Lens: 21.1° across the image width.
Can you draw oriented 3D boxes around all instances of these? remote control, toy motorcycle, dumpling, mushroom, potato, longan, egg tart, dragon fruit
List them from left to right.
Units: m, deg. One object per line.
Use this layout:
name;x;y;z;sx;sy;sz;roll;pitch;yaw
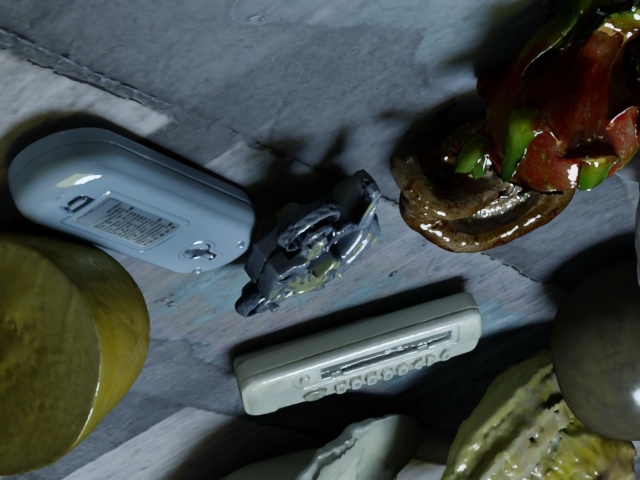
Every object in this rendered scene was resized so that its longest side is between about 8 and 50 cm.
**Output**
potato;-0.205;0.069;1.261;0.203;0.178;0.158;-39;173;26
remote control;-0.128;-0.023;1.237;0.087;0.047;0.244;-33;153;20
dumpling;-0.006;0.297;1.824;0.315;0.233;0.395;-46;158;-23
toy motorcycle;0.000;0.000;1.338;0.124;0.061;0.193;-30;167;-26
remote control;0.034;0.101;1.581;0.230;0.049;0.090;-16;153;-6
mushroom;0.115;-0.046;1.320;0.171;0.080;0.135;8;134;-46
egg tart;0.224;0.268;1.790;0.352;0.150;0.352;-39;150;-28
dragon fruit;0.180;-0.113;1.215;0.142;0.138;0.175;-26;143;-43
longan;0.299;0.106;1.633;0.167;0.167;0.187;-13;147;-13

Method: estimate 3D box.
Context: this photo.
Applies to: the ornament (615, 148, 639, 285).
ornament;0.416;-0.006;1.313;0.337;0.337;0.337;-15;154;-8
